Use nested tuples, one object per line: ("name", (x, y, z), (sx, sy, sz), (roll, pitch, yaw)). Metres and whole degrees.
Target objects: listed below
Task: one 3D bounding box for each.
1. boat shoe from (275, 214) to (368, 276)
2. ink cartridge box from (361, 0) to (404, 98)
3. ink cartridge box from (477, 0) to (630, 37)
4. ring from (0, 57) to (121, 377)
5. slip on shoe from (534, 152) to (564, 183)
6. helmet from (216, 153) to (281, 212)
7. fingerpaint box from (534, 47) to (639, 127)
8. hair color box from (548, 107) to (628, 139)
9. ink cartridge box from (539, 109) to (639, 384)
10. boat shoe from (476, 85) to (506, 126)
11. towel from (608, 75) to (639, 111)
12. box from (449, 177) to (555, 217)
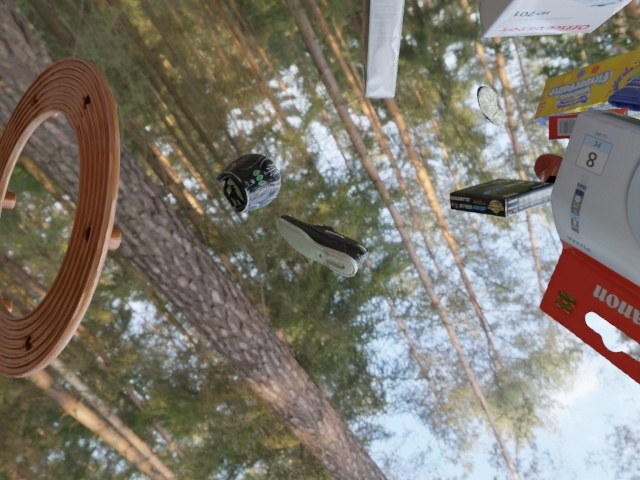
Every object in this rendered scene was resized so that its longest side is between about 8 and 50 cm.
("boat shoe", (0.000, 0.000, 1.205), (0.233, 0.084, 0.079), (28, -124, 20))
("ink cartridge box", (0.107, -0.443, 0.862), (0.069, 0.371, 0.175), (2, -129, 0))
("ink cartridge box", (0.257, -0.283, 0.510), (0.140, 0.082, 0.190), (-5, 174, -6))
("ring", (-0.295, -0.027, 0.549), (0.337, 0.032, 0.336), (-11, -106, 40))
("slip on shoe", (0.738, -0.186, 1.618), (0.101, 0.123, 0.331), (-1, -148, -1))
("helmet", (-0.191, -0.166, 1.453), (0.169, 0.169, 0.161), (-3, -155, 46))
("fingerpaint box", (0.973, -0.406, 1.592), (0.445, 0.371, 0.163), (5, -105, 70))
("hair color box", (0.468, -0.204, 0.902), (0.141, 0.043, 0.072), (-15, -164, -33))
("ink cartridge box", (0.470, 0.034, 0.775), (0.091, 0.385, 0.308), (-6, -149, -25))
("boat shoe", (0.407, -0.328, 1.253), (0.049, 0.133, 0.042), (-44, -135, 11))
("towel", (0.767, -0.320, 0.987), (0.336, 0.040, 0.243), (-31, -148, -11))
("box", (0.480, -0.116, 1.366), (0.220, 0.051, 0.175), (-17, -161, -32))
